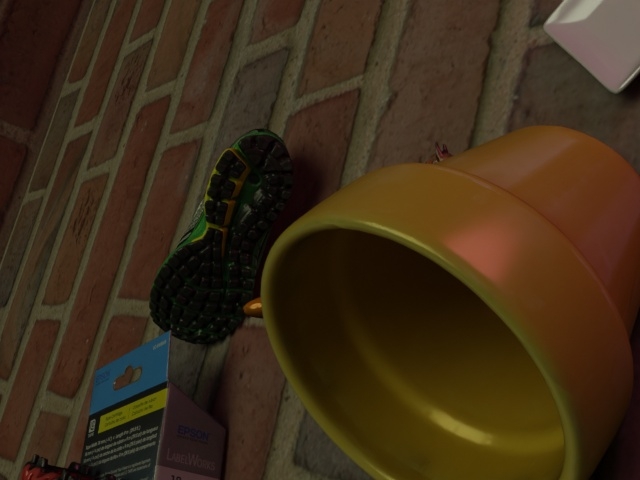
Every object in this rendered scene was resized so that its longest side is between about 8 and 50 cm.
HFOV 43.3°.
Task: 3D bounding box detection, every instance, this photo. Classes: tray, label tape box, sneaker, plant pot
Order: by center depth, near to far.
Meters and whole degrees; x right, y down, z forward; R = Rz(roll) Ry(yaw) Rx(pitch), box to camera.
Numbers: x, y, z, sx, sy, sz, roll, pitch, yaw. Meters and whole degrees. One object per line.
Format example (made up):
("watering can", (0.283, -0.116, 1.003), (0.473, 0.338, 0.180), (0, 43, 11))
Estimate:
("plant pot", (0.125, 0.037, 0.600), (0.239, 0.254, 0.254), (-39, 15, -37))
("tray", (0.330, -0.263, 0.718), (0.270, 0.030, 0.145), (-50, 35, 23))
("sneaker", (-0.309, 0.346, 0.985), (0.276, 0.098, 0.135), (-12, 61, 55))
("label tape box", (-0.237, 0.319, 1.086), (0.241, 0.106, 0.333), (-28, 49, 44))
("sneaker", (-0.129, -0.001, 1.145), (0.343, 0.134, 0.146), (-59, 8, 17))

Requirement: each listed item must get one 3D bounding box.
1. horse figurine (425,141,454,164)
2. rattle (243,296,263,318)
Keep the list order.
("horse figurine", (0.123, 0.049, 0.786), (0.174, 0.066, 0.263), (-53, 33, 30))
("rattle", (0.000, 0.000, 0.927), (0.130, 0.143, 0.199), (-161, 86, -80))
